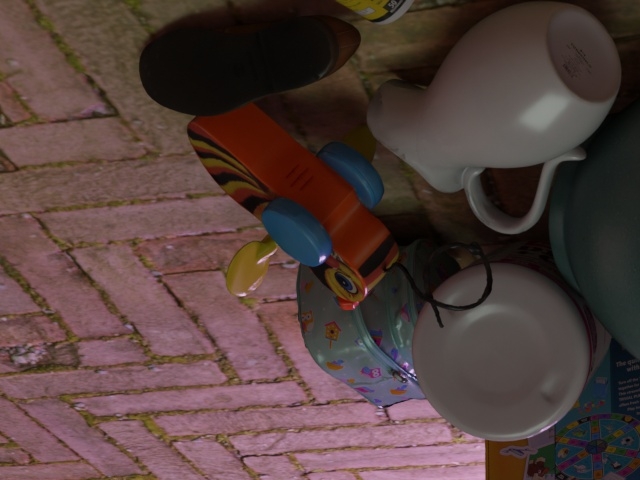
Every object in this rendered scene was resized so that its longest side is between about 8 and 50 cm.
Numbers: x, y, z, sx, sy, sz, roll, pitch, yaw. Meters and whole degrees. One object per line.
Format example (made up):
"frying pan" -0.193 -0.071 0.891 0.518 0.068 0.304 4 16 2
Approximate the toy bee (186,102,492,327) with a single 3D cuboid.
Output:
"toy bee" 0.000 0.000 1.360 0.195 0.298 0.162 -26 156 -15

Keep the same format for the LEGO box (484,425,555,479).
"LEGO box" 0.507 0.273 1.809 0.500 0.193 0.372 -20 143 33

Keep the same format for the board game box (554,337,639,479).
"board game box" 0.369 0.202 1.570 0.253 0.336 0.079 -18 145 37

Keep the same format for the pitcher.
"pitcher" 0.161 -0.096 1.243 0.178 0.125 0.207 47 143 -13

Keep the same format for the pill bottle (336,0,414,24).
"pill bottle" 0.016 -0.214 1.129 0.116 0.065 0.065 24 146 -33

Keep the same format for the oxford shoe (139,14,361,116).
"oxford shoe" -0.060 -0.149 1.268 0.212 0.076 0.076 -2 -167 34

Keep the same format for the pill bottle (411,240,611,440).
"pill bottle" 0.196 0.085 1.451 0.160 0.160 0.283 -5 -175 18

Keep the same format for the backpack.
"backpack" 0.064 0.073 1.556 0.144 0.166 0.188 -20 147 36

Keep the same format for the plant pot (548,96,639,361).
"plant pot" 0.319 -0.014 1.274 0.293 0.293 0.196 30 170 -39
